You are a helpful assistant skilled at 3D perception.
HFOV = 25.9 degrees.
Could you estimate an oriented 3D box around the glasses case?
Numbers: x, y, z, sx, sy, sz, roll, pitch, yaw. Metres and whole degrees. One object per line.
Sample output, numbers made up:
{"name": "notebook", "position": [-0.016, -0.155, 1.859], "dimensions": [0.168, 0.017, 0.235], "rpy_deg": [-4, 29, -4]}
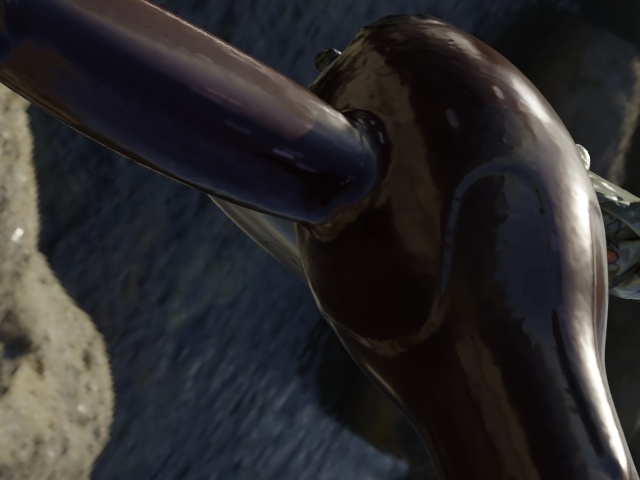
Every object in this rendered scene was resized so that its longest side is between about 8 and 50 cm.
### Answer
{"name": "glasses case", "position": [0.000, 0.000, 0.819], "dimensions": [0.049, 0.193, 0.074], "rpy_deg": [-53, -168, -10]}

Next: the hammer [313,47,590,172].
{"name": "hammer", "position": [0.093, -0.090, 1.113], "dimensions": [0.103, 0.246, 0.029], "rpy_deg": [-32, -138, 48]}

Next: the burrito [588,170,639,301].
{"name": "burrito", "position": [0.201, -0.031, 1.277], "dimensions": [0.139, 0.445, 0.101], "rpy_deg": [3, 107, -42]}

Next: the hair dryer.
{"name": "hair dryer", "position": [-0.027, -0.009, 0.484], "dimensions": [0.123, 0.340, 0.312], "rpy_deg": [-47, -146, 30]}
